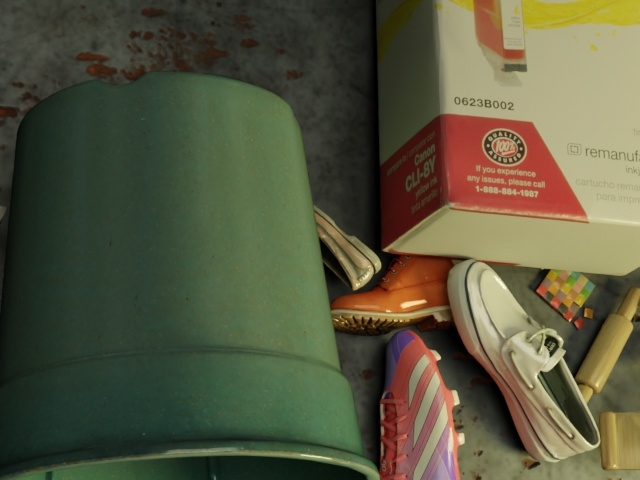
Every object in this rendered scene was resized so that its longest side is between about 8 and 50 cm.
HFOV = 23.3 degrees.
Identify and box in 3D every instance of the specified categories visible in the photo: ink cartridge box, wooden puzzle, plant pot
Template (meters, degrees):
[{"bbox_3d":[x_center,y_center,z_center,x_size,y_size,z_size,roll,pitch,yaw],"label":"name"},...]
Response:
[{"bbox_3d":[0.209,-0.179,1.542,0.279,0.160,0.385,5,71,-18],"label":"ink cartridge box"},{"bbox_3d":[0.254,0.051,1.610,0.083,0.006,0.049,40,70,-6],"label":"wooden puzzle"},{"bbox_3d":[-0.131,0.056,1.330,0.341,0.341,0.334,3,69,-18],"label":"plant pot"}]

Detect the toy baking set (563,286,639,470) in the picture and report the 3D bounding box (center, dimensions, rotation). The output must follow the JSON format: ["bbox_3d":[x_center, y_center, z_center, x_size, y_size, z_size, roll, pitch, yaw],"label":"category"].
[{"bbox_3d":[0.370,0.138,1.590,0.196,0.030,0.256,25,70,7],"label":"toy baking set"}]

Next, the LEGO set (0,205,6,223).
[{"bbox_3d":[-0.401,0.004,1.359,0.227,0.087,0.093,13,60,-15],"label":"LEGO set"}]

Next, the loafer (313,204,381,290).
[{"bbox_3d":[0.000,0.000,1.501,0.125,0.045,0.039,36,68,16],"label":"loafer"}]

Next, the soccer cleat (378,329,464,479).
[{"bbox_3d":[0.088,0.211,1.486,0.095,0.083,0.248,-11,85,-15],"label":"soccer cleat"}]

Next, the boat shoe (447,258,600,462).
[{"bbox_3d":[0.207,0.112,1.522,0.226,0.075,0.083,59,43,-15],"label":"boat shoe"}]

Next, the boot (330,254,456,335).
[{"bbox_3d":[0.072,0.048,1.527,0.157,0.059,0.085,-4,77,-27],"label":"boot"}]
